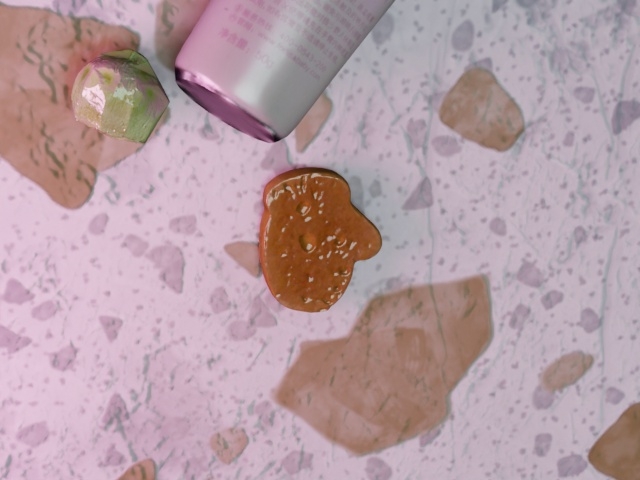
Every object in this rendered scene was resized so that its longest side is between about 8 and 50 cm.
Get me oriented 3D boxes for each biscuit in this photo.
[{"bbox_3d":[-0.001,0.000,1.676,0.118,0.023,0.140,1,107,-15],"label":"biscuit"}]

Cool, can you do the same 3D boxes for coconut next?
[{"bbox_3d":[-0.176,-0.128,1.559,0.082,0.083,0.081,7,112,-59],"label":"coconut"}]

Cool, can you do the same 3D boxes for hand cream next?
[{"bbox_3d":[0.012,-0.256,1.560,0.185,0.118,0.359,35,89,-17],"label":"hand cream"}]
